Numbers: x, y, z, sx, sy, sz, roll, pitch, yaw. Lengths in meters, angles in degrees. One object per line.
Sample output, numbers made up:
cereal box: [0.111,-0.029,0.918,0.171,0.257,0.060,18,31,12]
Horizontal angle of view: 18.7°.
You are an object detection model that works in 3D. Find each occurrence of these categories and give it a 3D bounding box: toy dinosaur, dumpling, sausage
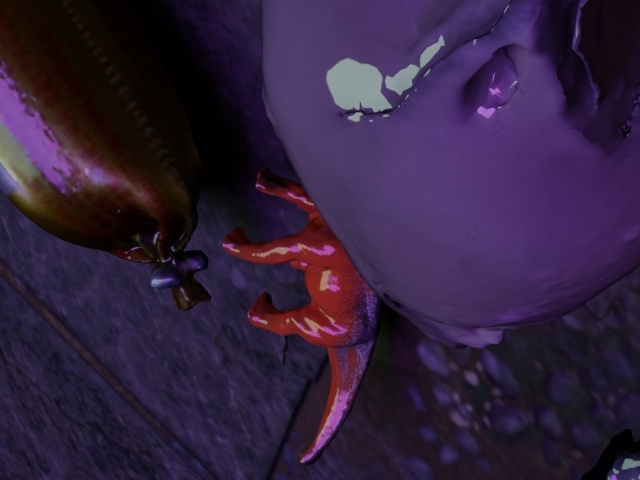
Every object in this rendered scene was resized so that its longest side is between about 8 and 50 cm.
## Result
toy dinosaur: [0.004,-0.003,0.987,0.101,0.055,0.279,18,130,29]
dumpling: [0.060,-0.108,0.730,0.181,0.341,0.260,-16,67,18]
sausage: [-0.146,-0.099,1.033,0.125,0.117,0.317,-29,98,33]

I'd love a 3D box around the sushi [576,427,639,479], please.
sushi: [0.183,0.155,0.845,0.147,0.115,0.212,17,129,38]
